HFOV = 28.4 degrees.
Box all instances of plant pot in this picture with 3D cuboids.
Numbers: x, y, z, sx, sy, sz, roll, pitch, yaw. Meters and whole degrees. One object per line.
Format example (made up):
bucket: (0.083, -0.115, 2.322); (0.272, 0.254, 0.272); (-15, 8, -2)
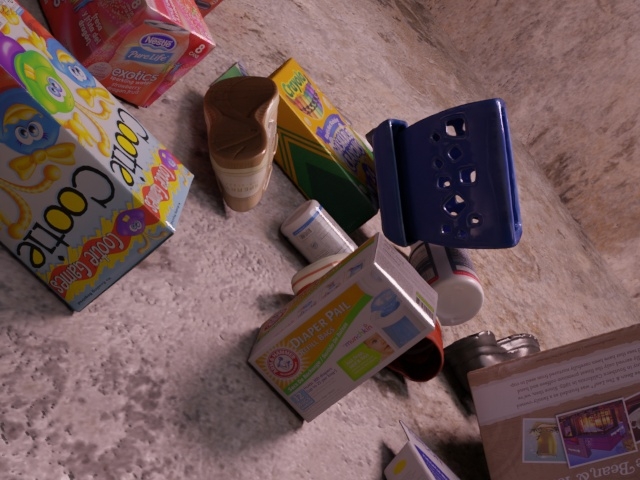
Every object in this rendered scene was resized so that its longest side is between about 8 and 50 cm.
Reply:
plant pot: (0.204, -0.101, 2.037); (0.236, 0.212, 0.236); (-21, 105, -78)

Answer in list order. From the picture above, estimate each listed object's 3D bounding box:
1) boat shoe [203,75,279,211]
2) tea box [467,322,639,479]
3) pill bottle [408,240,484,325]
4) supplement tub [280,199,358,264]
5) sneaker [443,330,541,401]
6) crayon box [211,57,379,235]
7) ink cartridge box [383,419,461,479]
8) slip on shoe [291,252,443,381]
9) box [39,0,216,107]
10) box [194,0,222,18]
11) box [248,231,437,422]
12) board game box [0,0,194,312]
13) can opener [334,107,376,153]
boat shoe: (-0.112, -0.147, 1.821); (0.302, 0.109, 0.098); (-94, -179, -58)
tea box: (0.435, 0.276, 1.851); (0.323, 0.329, 0.220); (31, 44, -61)
pill bottle: (0.208, 0.050, 2.164); (0.108, 0.108, 0.180); (40, 24, -33)
supplement tub: (0.000, 0.000, 1.838); (0.107, 0.071, 0.071); (48, 20, -14)
sneaker: (0.298, 0.226, 2.106); (0.286, 0.109, 0.130); (6, 59, -55)
crayon box: (-0.023, -0.174, 2.071); (0.323, 0.083, 0.203); (49, 20, -9)
ink cartridge box: (0.207, 0.397, 1.585); (0.303, 0.072, 0.307); (46, 1, -16)
slip on shoe: (0.078, 0.110, 1.768); (0.331, 0.123, 0.101); (38, 28, -48)
box: (-0.281, -0.346, 1.693); (0.154, 0.142, 0.300); (25, 34, -55)
box: (-0.227, -0.435, 1.990); (0.170, 0.130, 0.091); (29, 29, -48)
box: (0.027, 0.104, 1.518); (0.114, 0.203, 0.103); (47, 20, -11)
board game box: (-0.278, -0.091, 1.258); (0.275, 0.142, 0.144); (46, 21, -18)
can opener: (0.046, -0.205, 2.281); (0.280, 0.093, 0.074); (31, 29, -37)
